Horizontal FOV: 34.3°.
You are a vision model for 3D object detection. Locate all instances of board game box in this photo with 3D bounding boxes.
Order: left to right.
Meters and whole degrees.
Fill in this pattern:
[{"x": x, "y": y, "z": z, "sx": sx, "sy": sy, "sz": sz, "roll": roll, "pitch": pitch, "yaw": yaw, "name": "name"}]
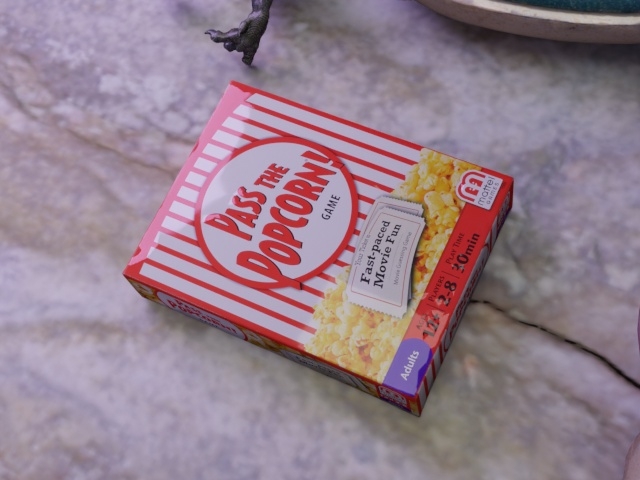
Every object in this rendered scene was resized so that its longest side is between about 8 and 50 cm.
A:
[{"x": 0.000, "y": 0.000, "z": 0.631, "sx": 0.193, "sy": 0.045, "sz": 0.147, "roll": 21, "pitch": 72, "yaw": 17, "name": "board game box"}]

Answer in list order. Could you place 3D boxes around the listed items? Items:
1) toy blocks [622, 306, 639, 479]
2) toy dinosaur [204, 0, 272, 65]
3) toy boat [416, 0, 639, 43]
[{"x": 0.253, "y": 0.114, "z": 0.459, "sx": 0.288, "sy": 0.309, "sz": 0.260, "roll": 29, "pitch": 37, "yaw": 2, "name": "toy blocks"}, {"x": -0.050, "y": -0.194, "z": 0.699, "sx": 0.118, "sy": 0.064, "sz": 0.268, "roll": -49, "pitch": 53, "yaw": 14, "name": "toy dinosaur"}, {"x": 0.152, "y": -0.286, "z": 0.673, "sx": 0.267, "sy": 0.148, "sz": 0.318, "roll": 14, "pitch": 70, "yaw": 15, "name": "toy boat"}]
